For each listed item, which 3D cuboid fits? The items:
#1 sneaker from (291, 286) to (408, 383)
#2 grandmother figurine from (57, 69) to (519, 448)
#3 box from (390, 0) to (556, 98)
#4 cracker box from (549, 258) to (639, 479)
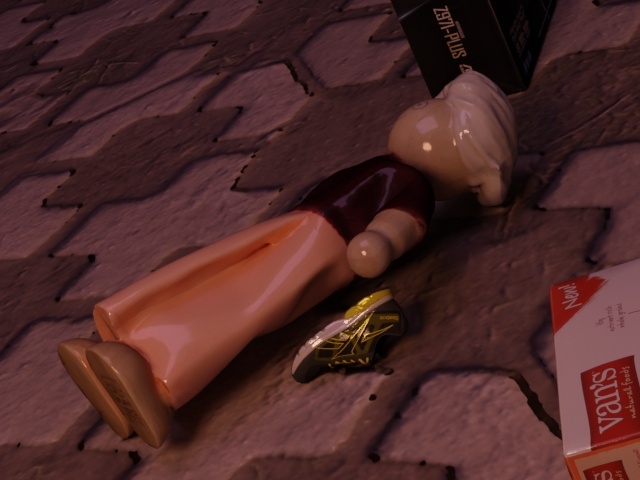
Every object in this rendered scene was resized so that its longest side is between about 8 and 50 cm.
[{"bbox_3d":[0.018,0.065,0.978,0.083,0.035,0.031,-41,-13,15],"label":"sneaker"},{"bbox_3d":[0.000,0.000,1.037,0.342,0.104,0.208,-37,22,-21],"label":"grandmother figurine"},{"bbox_3d":[0.121,-0.214,1.286,0.077,0.147,0.180,-13,27,25],"label":"box"},{"bbox_3d":[0.231,0.051,0.768,0.232,0.067,0.156,-19,25,14],"label":"cracker box"}]
